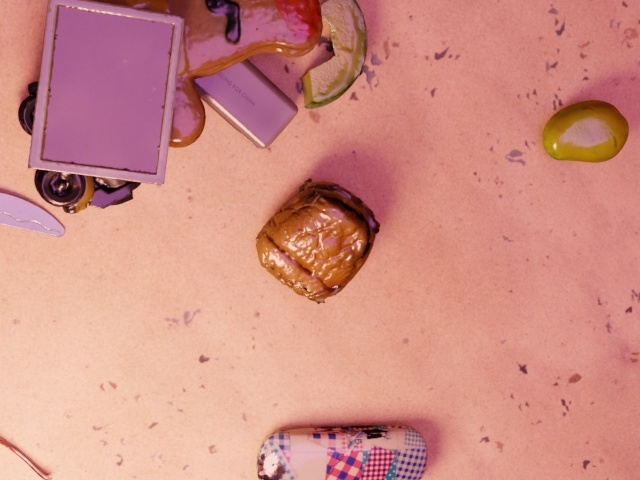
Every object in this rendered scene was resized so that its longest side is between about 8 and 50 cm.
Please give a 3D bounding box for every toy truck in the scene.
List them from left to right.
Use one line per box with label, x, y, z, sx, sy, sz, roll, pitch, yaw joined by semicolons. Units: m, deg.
toy truck;-0.393;-0.157;1.762;0.165;0.147;0.224;-15;100;-14

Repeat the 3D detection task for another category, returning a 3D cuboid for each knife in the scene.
knife;-0.552;-0.051;1.800;0.261;0.035;0.063;8;91;-23

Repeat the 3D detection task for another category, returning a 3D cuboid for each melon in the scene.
melon;0.027;-0.335;1.894;0.118;0.064;0.209;-3;98;-10

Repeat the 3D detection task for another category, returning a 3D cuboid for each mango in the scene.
mango;0.498;-0.205;2.032;0.163;0.089;0.117;2;99;-15

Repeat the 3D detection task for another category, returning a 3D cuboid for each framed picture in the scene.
framed picture;-0.332;-0.231;1.690;0.217;0.017;0.274;9;91;-16

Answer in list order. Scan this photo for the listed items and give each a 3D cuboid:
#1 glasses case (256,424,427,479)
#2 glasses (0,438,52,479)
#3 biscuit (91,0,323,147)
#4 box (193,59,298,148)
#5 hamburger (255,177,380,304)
glasses case;0.042;0.411;2.021;0.328;0.076;0.125;1;101;-15
glasses;-0.632;0.419;1.856;0.268;0.118;0.234;35;87;-38
biscuit;-0.210;-0.367;1.758;0.394;0.076;0.368;-29;91;-4
box;-0.157;-0.269;1.855;0.244;0.055;0.103;41;87;-19
hamburger;0.000;0.000;1.911;0.183;0.130;0.206;40;90;-16
